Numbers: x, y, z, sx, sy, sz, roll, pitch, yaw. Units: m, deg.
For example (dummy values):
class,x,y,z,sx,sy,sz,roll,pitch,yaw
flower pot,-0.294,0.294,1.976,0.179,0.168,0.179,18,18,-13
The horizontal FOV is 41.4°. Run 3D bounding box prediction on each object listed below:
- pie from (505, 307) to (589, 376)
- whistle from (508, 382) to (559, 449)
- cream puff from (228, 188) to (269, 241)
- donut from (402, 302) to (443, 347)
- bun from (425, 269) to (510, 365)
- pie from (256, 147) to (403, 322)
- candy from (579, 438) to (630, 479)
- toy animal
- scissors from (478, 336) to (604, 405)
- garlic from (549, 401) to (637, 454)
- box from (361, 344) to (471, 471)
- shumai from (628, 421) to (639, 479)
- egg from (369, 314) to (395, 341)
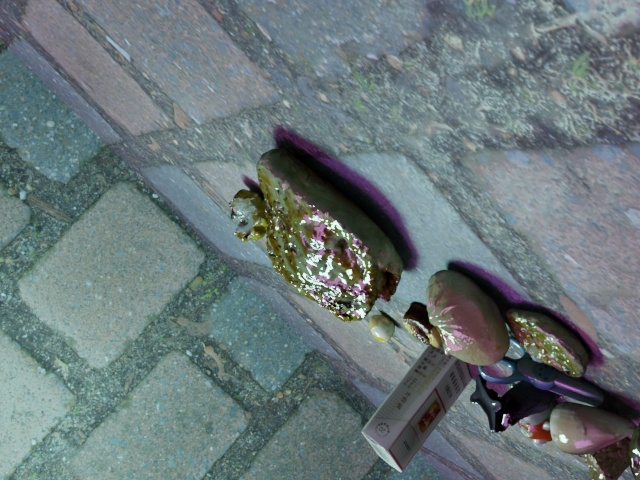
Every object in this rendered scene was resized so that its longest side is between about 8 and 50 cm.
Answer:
class,x,y,z,sx,sy,sz,roll,pitch,yaw
pie,0.437,0.193,1.637,0.187,0.041,0.187,39,167,11
whistle,0.516,0.419,2.007,0.253,0.106,0.101,50,-155,-33
cream puff,-0.188,-0.076,2.390,0.121,0.156,0.156,-10,145,15
donut,0.270,0.218,2.146,0.140,0.059,0.140,39,163,14
bun,0.285,0.168,1.739,0.222,0.128,0.222,50,167,16
pie,0.004,-0.009,1.924,0.395,0.180,0.418,33,155,33
candy,0.626,0.473,1.845,0.095,0.110,0.085,60,169,-24
toy animal,0.433,0.350,1.786,0.121,0.210,0.117,-131,41,-64
scissors,0.460,0.280,1.754,0.256,0.125,0.030,21,137,26
garlic,0.556,0.378,1.699,0.128,0.148,0.266,56,165,-9
box,0.262,0.437,2.256,0.095,0.330,0.210,33,164,32
shumai,0.671,0.405,1.455,0.255,0.189,0.218,57,148,1
egg,0.178,0.254,2.474,0.083,0.071,0.071,41,166,6
